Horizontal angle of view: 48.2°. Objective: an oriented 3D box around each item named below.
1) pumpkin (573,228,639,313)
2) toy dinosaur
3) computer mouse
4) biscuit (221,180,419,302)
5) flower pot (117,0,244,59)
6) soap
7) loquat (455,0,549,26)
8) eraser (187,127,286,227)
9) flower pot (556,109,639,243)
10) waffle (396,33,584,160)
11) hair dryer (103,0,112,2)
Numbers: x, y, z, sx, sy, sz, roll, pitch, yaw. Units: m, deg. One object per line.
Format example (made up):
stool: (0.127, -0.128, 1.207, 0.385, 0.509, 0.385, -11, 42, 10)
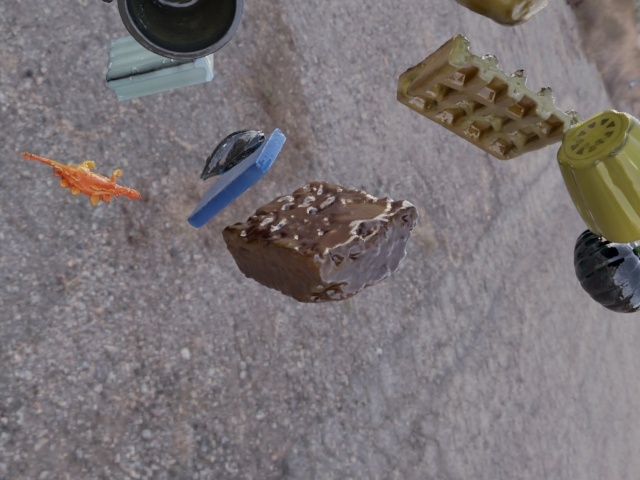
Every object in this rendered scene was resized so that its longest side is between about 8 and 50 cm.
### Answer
pumpkin: (0.593, 0.057, 1.441, 0.194, 0.150, 0.194, 7, 78, -37)
toy dinosaur: (-0.568, -0.143, 1.704, 0.288, 0.070, 0.117, 20, 28, -25)
computer mouse: (-0.155, -0.151, 1.215, 0.047, 0.135, 0.079, 53, 6, 1)
biscuit: (0.000, 0.000, 1.764, 0.343, 0.395, 0.166, -28, 120, -32)
flower pot: (-0.274, -0.488, 1.384, 0.235, 0.235, 0.148, 53, 10, -39)
soap: (-0.398, -0.444, 1.771, 0.094, 0.262, 0.150, 65, 18, -55)
loquat: (0.327, -0.476, 1.276, 0.234, 0.176, 0.187, -5, 54, -46)
eraser: (-0.204, -0.143, 1.724, 0.043, 0.312, 0.144, 41, 44, -17)
flower pot: (0.515, -0.122, 1.243, 0.179, 0.195, 0.195, 43, 39, -29)
waffle: (0.355, -0.293, 1.559, 0.348, 0.304, 0.077, 27, 78, -12)
hair dryer: (-0.558, -0.662, 1.781, 0.116, 0.244, 0.302, -5, 56, -23)
